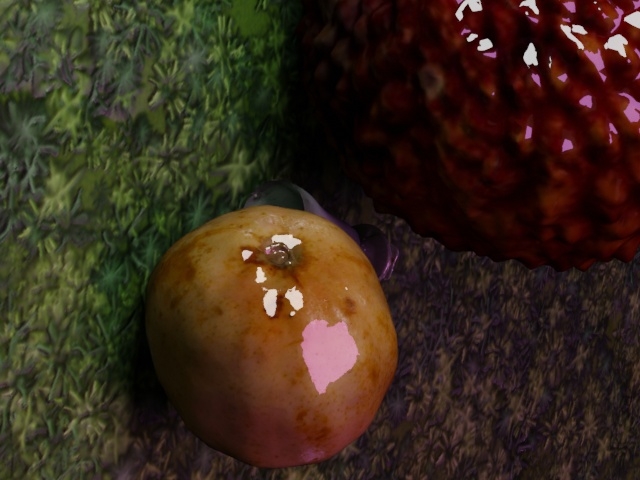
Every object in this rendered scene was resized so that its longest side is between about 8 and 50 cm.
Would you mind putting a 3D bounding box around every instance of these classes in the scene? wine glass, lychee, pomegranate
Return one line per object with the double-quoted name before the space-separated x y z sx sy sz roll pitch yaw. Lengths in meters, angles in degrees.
"wine glass" 0.000 0.000 1.559 0.155 0.072 0.072 25 77 -55
"lychee" 0.177 -0.185 1.473 0.500 0.424 0.425 31 72 -59
"pomegranate" -0.041 0.074 1.404 0.207 0.207 0.207 -19 113 -53
